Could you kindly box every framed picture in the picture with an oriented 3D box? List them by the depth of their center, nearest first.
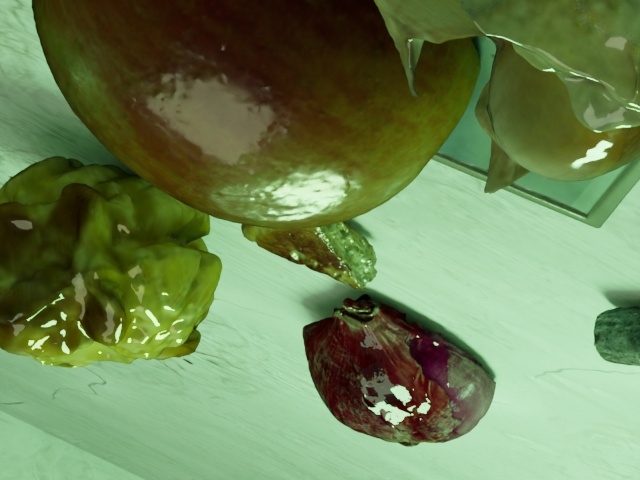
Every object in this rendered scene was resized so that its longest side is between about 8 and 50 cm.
[{"bbox_3d":[0.172,-0.098,1.596,0.213,0.016,0.289,22,161,-1],"label":"framed picture"}]

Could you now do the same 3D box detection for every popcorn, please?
[{"bbox_3d":[-0.225,0.029,2.090,0.265,0.225,0.332,-17,151,35],"label":"popcorn"}]

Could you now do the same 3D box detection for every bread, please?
[{"bbox_3d":[-0.023,-0.009,2.000,0.136,0.054,0.154,8,151,33],"label":"bread"}]

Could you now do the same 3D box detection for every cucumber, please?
[{"bbox_3d":[0.319,0.095,1.894,0.112,0.064,0.064,8,157,44],"label":"cucumber"}]

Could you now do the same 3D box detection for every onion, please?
[{"bbox_3d":[0.070,0.160,2.265,0.227,0.120,0.283,6,156,28],"label":"onion"}]

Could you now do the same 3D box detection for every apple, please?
[{"bbox_3d":[-0.053,-0.139,1.485,0.346,0.254,0.179,22,-158,-14],"label":"apple"}]

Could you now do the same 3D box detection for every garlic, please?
[{"bbox_3d":[0.143,-0.150,1.194,0.286,0.249,0.313,6,-178,-2],"label":"garlic"}]
